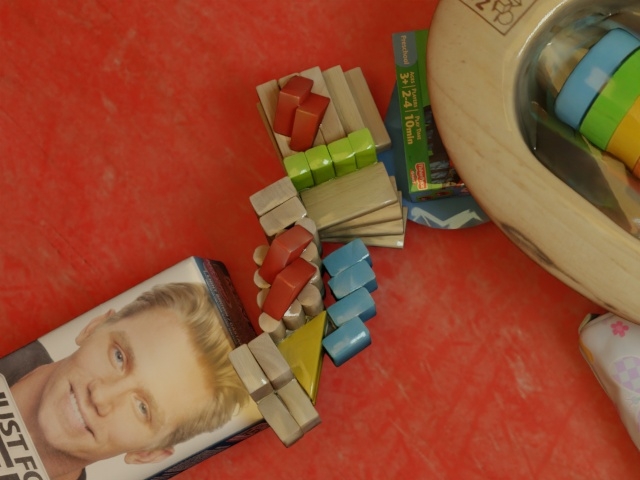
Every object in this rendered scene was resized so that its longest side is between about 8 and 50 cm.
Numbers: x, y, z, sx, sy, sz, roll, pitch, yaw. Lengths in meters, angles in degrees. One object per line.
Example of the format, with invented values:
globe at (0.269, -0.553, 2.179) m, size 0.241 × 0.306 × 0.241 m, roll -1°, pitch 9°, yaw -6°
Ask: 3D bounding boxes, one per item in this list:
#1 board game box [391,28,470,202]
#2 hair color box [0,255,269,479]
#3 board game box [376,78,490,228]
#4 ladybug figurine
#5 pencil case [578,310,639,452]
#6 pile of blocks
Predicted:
board game box at (0.179, -0.128, 1.636) m, size 0.211 × 0.039 × 0.160 m, roll -7°, pitch 75°, yaw 5°
hair color box at (-0.221, 0.169, 1.702) m, size 0.347 × 0.105 × 0.174 m, roll -28°, pitch 80°, yaw 10°
board game box at (0.124, -0.089, 1.672) m, size 0.133 × 0.033 × 0.169 m, roll 13°, pitch 77°, yaw 12°
ladybug figurine at (0.284, -0.093, 1.500) m, size 0.449 × 0.162 × 0.305 m, roll 43°, pitch 93°, yaw 17°
pencil case at (0.329, 0.174, 1.560) m, size 0.124 × 0.113 × 0.273 m, roll -30°, pitch 78°, yaw 40°
pile of blocks at (0.000, 0.000, 1.586) m, size 0.148 × 0.112 × 0.362 m, roll 2°, pitch 75°, yaw 6°
